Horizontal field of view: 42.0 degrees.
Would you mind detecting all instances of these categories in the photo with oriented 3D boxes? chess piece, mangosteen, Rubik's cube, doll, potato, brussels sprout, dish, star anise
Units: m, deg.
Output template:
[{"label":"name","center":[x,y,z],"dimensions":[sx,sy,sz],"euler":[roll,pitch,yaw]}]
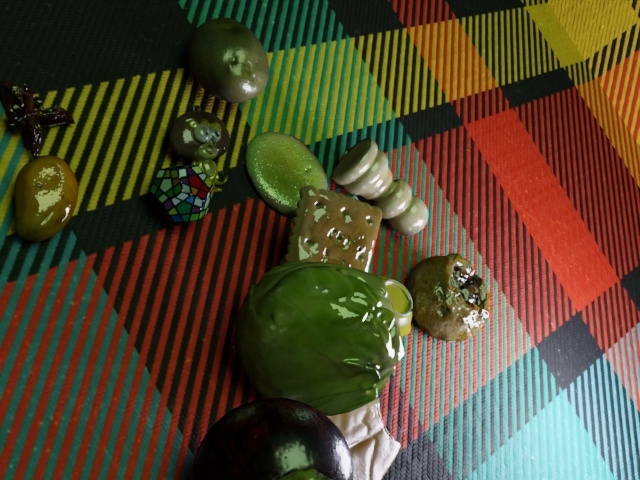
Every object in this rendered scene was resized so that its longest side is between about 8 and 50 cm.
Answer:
[{"label":"chess piece","center":[0.163,-0.120,2.051],"dimensions":[0.261,0.143,0.142],"euler":[41,46,-17]},{"label":"mangosteen","center":[-0.076,0.409,1.422],"dimensions":[0.288,0.288,0.288],"euler":[20,54,-29]},{"label":"Rubik's cube","center":[-0.279,-0.095,1.684],"dimensions":[0.133,0.133,0.111],"euler":[-18,103,-44]},{"label":"doll","center":[-0.245,-0.196,1.790],"dimensions":[0.145,0.096,0.188],"euler":[-35,99,-38]},{"label":"potato","center":[-0.210,-0.415,1.909],"dimensions":[0.178,0.160,0.235],"euler":[37,33,-44]},{"label":"brussels sprout","center":[-0.009,0.177,1.606],"dimensions":[0.328,0.328,0.247],"euler":[32,27,-21]},{"label":"dish","center":[0.150,0.140,1.914],"dimensions":[0.208,0.080,0.148],"euler":[37,47,-18]},{"label":"star anise","center":[-0.534,-0.256,1.559],"dimensions":[0.158,0.144,0.140],"euler":[34,40,-17]}]

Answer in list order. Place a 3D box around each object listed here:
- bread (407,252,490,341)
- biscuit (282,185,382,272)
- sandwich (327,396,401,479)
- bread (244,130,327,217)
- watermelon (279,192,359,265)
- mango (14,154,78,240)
[{"label":"bread","center":[0.317,0.133,2.024],"dimensions":[0.230,0.123,0.230],"euler":[19,53,-27]},{"label":"biscuit","center":[0.016,0.060,1.777],"dimensions":[0.217,0.044,0.324],"euler":[17,84,-32]},{"label":"sandwich","center":[0.082,0.444,1.687],"dimensions":[0.212,0.063,0.245],"euler":[3,65,-40]},{"label":"bread","center":[-0.074,-0.160,1.945],"dimensions":[0.228,0.033,0.228],"euler":[21,52,-29]},{"label":"watermelon","center":[0.000,0.000,1.855],"dimensions":[0.094,0.154,0.241],"euler":[48,59,-6]},{"label":"mango","center":[-0.496,-0.077,1.514],"dimensions":[0.115,0.089,0.165],"euler":[7,64,-35]}]
